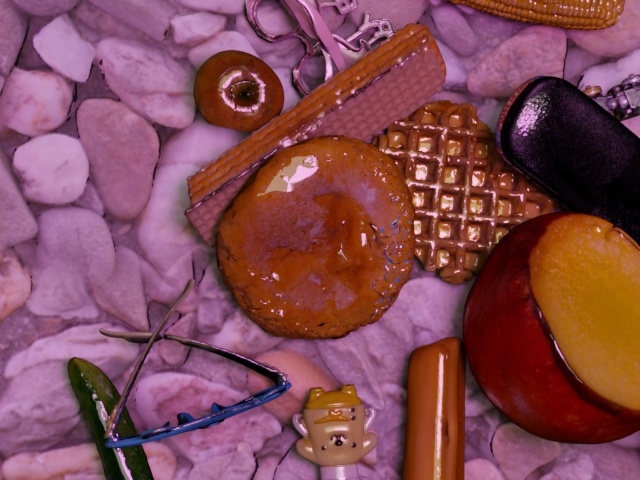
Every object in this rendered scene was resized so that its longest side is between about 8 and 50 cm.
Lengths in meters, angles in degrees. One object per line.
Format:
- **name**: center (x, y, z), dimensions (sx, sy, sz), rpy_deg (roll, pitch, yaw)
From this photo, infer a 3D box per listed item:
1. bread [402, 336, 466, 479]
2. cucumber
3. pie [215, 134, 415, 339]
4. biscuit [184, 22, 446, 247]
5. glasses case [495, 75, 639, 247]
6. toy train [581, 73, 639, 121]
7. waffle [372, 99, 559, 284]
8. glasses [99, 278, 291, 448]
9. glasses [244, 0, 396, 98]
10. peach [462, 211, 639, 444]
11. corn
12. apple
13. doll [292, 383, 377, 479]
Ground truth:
- **bread**: center (0.141, 0.239, 1.452), dimensions (0.074, 0.092, 0.239), rpy_deg (-2, 81, 25)
- **cucumber**: center (-0.244, 0.254, 1.414), dimensions (0.056, 0.056, 0.250), rpy_deg (-21, 86, -10)
- **pie**: center (0.000, 0.001, 1.432), dimensions (0.273, 0.069, 0.273), rpy_deg (-3, 112, -8)
- **biscuit**: center (-0.006, -0.131, 1.451), dimensions (0.378, 0.094, 0.054), rpy_deg (-36, 49, -4)
- **glasses case**: center (0.351, -0.088, 1.476), dimensions (0.321, 0.082, 0.122), rpy_deg (33, 88, -28)
- **toy train**: center (0.385, -0.180, 1.541), dimensions (0.202, 0.081, 0.060), rpy_deg (-18, 85, -3)
- **waffle**: center (0.181, -0.075, 1.509), dimensions (0.249, 0.056, 0.253), rpy_deg (-27, 86, -10)
- **glasses**: center (-0.167, 0.159, 1.419), dimensions (0.239, 0.102, 0.207), rpy_deg (-13, 51, -24)
- **glasses**: center (0.010, -0.289, 1.493), dimensions (0.162, 0.095, 0.255), rpy_deg (-34, 92, -15)
- **peach**: center (0.288, 0.104, 1.409), dimensions (0.245, 0.248, 0.275), rpy_deg (-26, 99, 27)
- **corn**: center (0.264, -0.340, 1.533), dimensions (0.291, 0.101, 0.101), rpy_deg (12, 82, -10)
- **apple**: center (-0.102, -0.187, 1.463), dimensions (0.114, 0.102, 0.099), rpy_deg (8, 95, -14)
- **doll**: center (0.022, 0.261, 1.444), dimensions (0.106, 0.062, 0.162), rpy_deg (-5, 85, -4)
